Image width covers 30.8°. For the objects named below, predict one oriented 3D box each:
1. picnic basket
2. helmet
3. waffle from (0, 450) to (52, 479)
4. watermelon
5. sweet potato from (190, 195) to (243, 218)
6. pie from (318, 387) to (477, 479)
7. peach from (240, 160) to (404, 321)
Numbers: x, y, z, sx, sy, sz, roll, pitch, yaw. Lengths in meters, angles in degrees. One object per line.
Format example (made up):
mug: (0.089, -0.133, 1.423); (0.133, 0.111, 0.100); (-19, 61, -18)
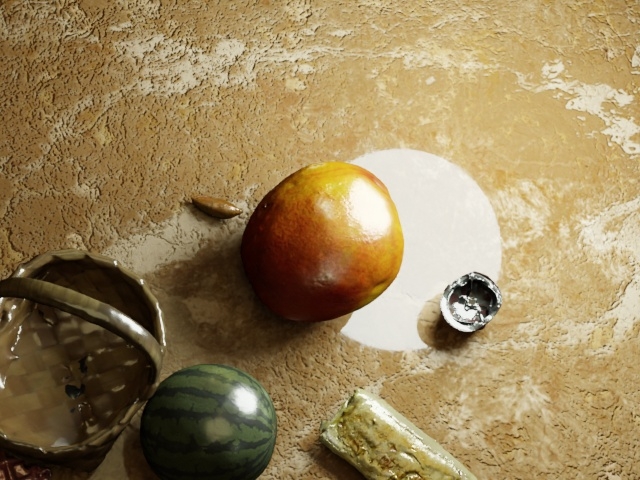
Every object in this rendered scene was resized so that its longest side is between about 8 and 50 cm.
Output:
picnic basket: (-0.369, 0.148, 1.699); (0.293, 0.337, 0.337); (24, 66, -5)
helmet: (0.260, 0.117, 2.056); (0.123, 0.070, 0.098); (-37, 78, -18)
waffle: (-0.527, 0.385, 1.723); (0.234, 0.055, 0.221); (29, 63, -3)
watermelon: (-0.173, 0.292, 1.785); (0.212, 0.212, 0.212); (6, 69, -15)
sweet potato: (-0.180, -0.057, 2.004); (0.095, 0.034, 0.034); (16, 67, 0)
pie: (0.129, 0.362, 1.926); (0.282, 0.068, 0.128); (37, 76, -1)
peach: (0.000, 0.000, 1.925); (0.281, 0.238, 0.281); (-6, 112, -14)
